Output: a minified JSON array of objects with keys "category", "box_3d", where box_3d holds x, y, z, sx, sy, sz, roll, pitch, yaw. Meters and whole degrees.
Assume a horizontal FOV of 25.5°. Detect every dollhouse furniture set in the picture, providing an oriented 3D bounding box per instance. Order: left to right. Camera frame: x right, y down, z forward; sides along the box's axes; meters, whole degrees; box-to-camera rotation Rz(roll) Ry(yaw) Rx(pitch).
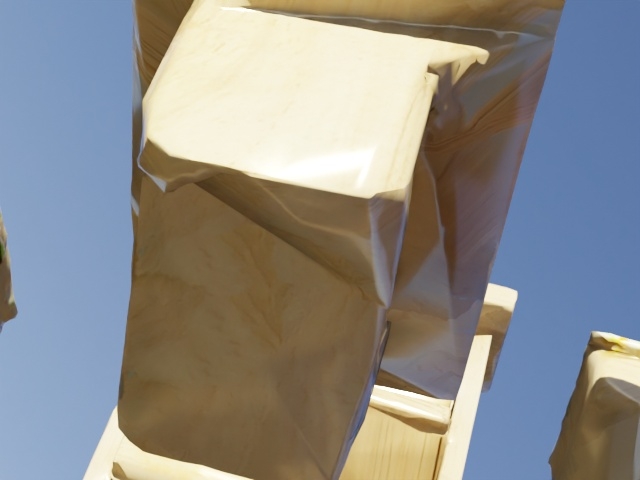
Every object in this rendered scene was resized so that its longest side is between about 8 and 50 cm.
[{"category":"dollhouse furniture set","box_3d":[0.000,0.000,0.511,0.362,0.256,0.394,13,-44,5]}]
